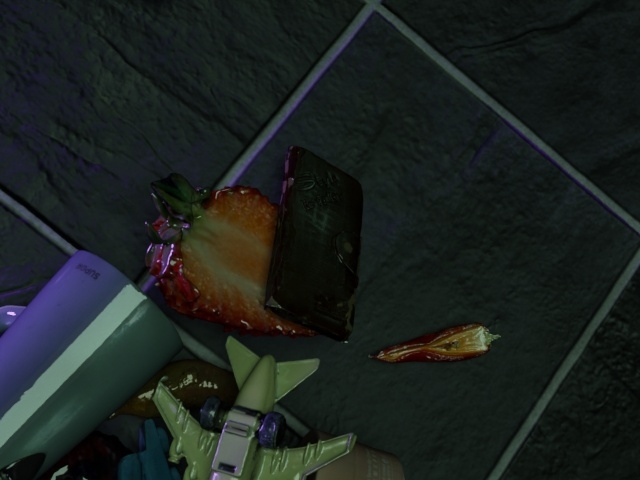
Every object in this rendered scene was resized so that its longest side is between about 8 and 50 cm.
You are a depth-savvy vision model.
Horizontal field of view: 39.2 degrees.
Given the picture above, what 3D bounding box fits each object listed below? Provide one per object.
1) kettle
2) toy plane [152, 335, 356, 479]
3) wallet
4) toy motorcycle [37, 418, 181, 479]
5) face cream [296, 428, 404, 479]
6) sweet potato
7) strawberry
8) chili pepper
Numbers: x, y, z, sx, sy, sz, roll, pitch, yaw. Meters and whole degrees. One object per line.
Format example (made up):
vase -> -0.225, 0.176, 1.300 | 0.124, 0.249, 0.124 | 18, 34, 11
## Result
kettle -> -0.306, 0.136, 0.960 | 0.210, 0.160, 0.243 | 29, 62, 30
toy plane -> -0.086, 0.226, 0.951 | 0.229, 0.092, 0.244 | 13, 64, 13
wallet -> 0.000, 0.000, 1.055 | 0.122, 0.031, 0.232 | 27, 50, -27
toy motorcycle -> -0.163, 0.393, 0.976 | 0.232, 0.172, 0.416 | -16, 73, -24
face cream -> 0.018, 0.301, 1.023 | 0.104, 0.149, 0.149 | 20, 78, -11
sweet potato -> -0.138, 0.168, 1.050 | 0.226, 0.068, 0.068 | -5, 84, -16
strawberry -> -0.100, 0.036, 1.043 | 0.286, 0.106, 0.188 | 35, 49, -22
chili pepper -> 0.145, 0.137, 1.138 | 0.178, 0.027, 0.045 | -10, 81, -15
